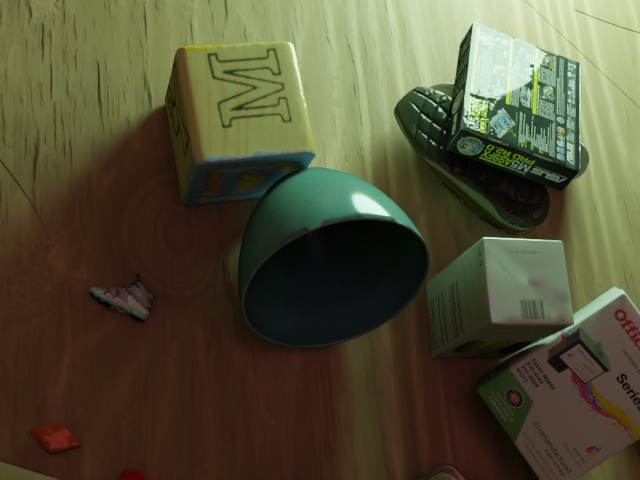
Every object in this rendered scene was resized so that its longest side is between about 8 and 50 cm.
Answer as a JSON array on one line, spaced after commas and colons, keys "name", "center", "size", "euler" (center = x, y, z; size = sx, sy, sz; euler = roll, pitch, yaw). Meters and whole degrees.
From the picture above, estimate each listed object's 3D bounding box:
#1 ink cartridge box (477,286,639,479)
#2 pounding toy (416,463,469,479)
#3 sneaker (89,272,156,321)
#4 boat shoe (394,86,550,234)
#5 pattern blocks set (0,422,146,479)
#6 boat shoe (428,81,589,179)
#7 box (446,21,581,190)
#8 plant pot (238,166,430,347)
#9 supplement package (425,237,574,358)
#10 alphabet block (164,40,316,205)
[{"name": "ink cartridge box", "center": [0.419, 0.233, 1.437], "size": [0.278, 0.117, 0.201], "euler": [-36, 83, 10]}, {"name": "pounding toy", "center": [0.234, 0.465, 1.401], "size": [0.269, 0.155, 0.154], "euler": [38, 95, 9]}, {"name": "sneaker", "center": [-0.302, 0.077, 1.404], "size": [0.098, 0.038, 0.069], "euler": [29, 65, -15]}, {"name": "boat shoe", "center": [0.250, -0.124, 1.580], "size": [0.122, 0.120, 0.324], "euler": [-39, 76, -16]}, {"name": "pattern blocks set", "center": [-0.406, 0.398, 1.268], "size": [0.324, 0.026, 0.286], "euler": [27, 67, -5]}, {"name": "boat shoe", "center": [0.334, -0.203, 1.659], "size": [0.319, 0.116, 0.099], "euler": [23, 24, 0]}, {"name": "box", "center": [0.336, -0.233, 1.556], "size": [0.216, 0.060, 0.270], "euler": [18, 53, -8]}, {"name": "plant pot", "center": [0.000, 0.000, 1.404], "size": [0.290, 0.290, 0.195], "euler": [-6, 48, -17]}, {"name": "supplement package", "center": [0.275, 0.098, 1.440], "size": [0.139, 0.244, 0.134], "euler": [2, 70, -14]}, {"name": "alphabet block", "center": [-0.134, -0.185, 1.456], "size": [0.193, 0.192, 0.197], "euler": [-6, 75, -19]}]
